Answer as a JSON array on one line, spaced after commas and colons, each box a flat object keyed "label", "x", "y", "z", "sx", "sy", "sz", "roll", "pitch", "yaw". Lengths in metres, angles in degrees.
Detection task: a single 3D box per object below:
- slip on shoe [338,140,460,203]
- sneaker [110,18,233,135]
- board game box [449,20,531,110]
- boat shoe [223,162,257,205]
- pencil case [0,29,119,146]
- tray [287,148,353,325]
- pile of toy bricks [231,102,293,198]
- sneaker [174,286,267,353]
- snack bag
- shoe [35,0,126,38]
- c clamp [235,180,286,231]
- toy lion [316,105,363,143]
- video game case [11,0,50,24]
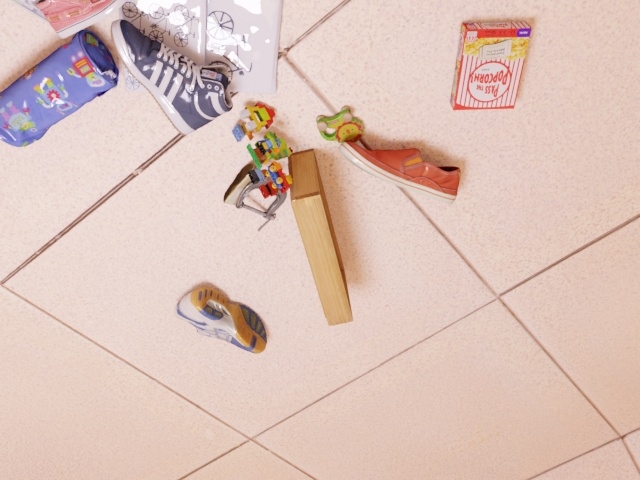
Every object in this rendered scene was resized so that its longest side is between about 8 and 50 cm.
[{"label": "slip on shoe", "x": 0.197, "y": -0.183, "z": 1.559, "sx": 0.332, "sy": 0.123, "sz": 0.101, "roll": 17, "pitch": 101, "yaw": -19}, {"label": "sneaker", "x": -0.290, "y": -0.353, "z": 1.317, "sx": 0.153, "sy": 0.099, "sz": 0.282, "roll": -18, "pitch": 134, "yaw": 17}, {"label": "board game box", "x": 0.379, "y": -0.391, "z": 1.447, "sx": 0.147, "sy": 0.045, "sz": 0.193, "roll": -3, "pitch": 128, "yaw": -4}, {"label": "boat shoe", "x": -0.190, "y": -0.136, "z": 1.584, "sx": 0.045, "sy": 0.050, "sz": 0.135, "roll": 24, "pitch": 132, "yaw": -27}, {"label": "pencil case", "x": -0.560, "y": -0.312, "z": 1.354, "sx": 0.306, "sy": 0.119, "sz": 0.133, "roll": -29, "pitch": 128, "yaw": 16}, {"label": "tray", "x": 0.000, "y": 0.000, "z": 1.610, "sx": 0.076, "sy": 0.202, "sz": 0.410, "roll": -12, "pitch": 128, "yaw": 3}, {"label": "pile of toy bricks", "x": -0.112, "y": -0.206, "z": 1.488, "sx": 0.105, "sy": 0.212, "sz": 0.118, "roll": -23, "pitch": 172, "yaw": -34}, {"label": "sneaker", "x": -0.283, "y": 0.236, "z": 1.845, "sx": 0.131, "sy": 0.111, "sz": 0.296, "roll": -25, "pitch": 127, "yaw": 34}, {"label": "snack bag", "x": -0.242, "y": -0.447, "z": 1.338, "sx": 0.343, "sy": 0.037, "sz": 0.323, "roll": 3, "pitch": 127, "yaw": -9}, {"label": "shoe", "x": -0.464, "y": -0.465, "z": 1.248, "sx": 0.178, "sy": 0.063, "sz": 0.081, "roll": -19, "pitch": 132, "yaw": 19}, {"label": "c clamp", "x": -0.153, "y": -0.088, "z": 1.609, "sx": 0.137, "sy": 0.022, "sz": 0.161, "roll": -41, "pitch": 145, "yaw": 14}, {"label": "toy lion", "x": 0.049, "y": -0.264, "z": 1.522, "sx": 0.100, "sy": 0.034, "sz": 0.096, "roll": -18, "pitch": 135, "yaw": 8}, {"label": "video game case", "x": -0.553, "y": -0.535, "z": 1.241, "sx": 0.201, "sy": 0.023, "sz": 0.183, "roll": 30, "pitch": 119, "yaw": -26}]
